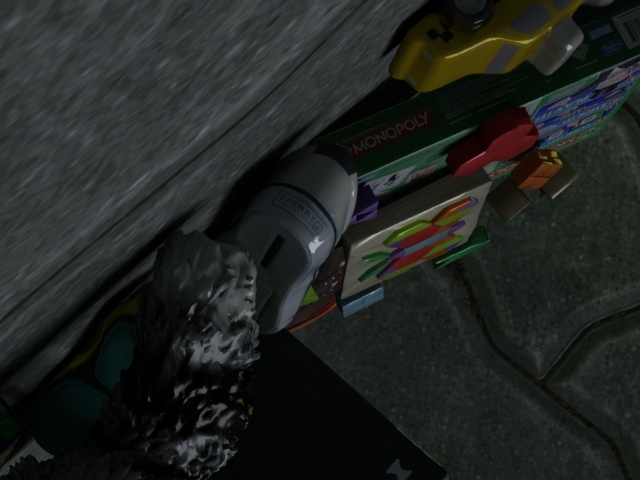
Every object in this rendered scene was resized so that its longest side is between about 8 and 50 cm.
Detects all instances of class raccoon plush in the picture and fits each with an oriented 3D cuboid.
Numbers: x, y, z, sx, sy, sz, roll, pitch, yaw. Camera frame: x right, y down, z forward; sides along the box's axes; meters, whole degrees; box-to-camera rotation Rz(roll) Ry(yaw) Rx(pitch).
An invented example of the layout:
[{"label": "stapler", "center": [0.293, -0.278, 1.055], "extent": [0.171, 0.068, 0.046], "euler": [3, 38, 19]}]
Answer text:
[{"label": "raccoon plush", "center": [-0.174, 0.220, 0.978], "extent": [0.299, 0.216, 0.447], "euler": [-62, 159, -81]}]

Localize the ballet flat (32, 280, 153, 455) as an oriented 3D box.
[{"label": "ballet flat", "center": [-0.158, 0.099, 1.231], "extent": [0.231, 0.077, 0.077], "euler": [-48, -171, 48]}]

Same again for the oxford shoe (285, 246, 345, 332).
[{"label": "oxford shoe", "center": [0.000, 0.000, 1.650], "extent": [0.271, 0.097, 0.098], "euler": [-47, 155, 18]}]

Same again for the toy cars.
[{"label": "toy cars", "center": [0.192, -0.194, 1.182], "extent": [0.176, 0.087, 0.393], "euler": [-43, 176, 35]}]

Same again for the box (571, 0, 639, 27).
[{"label": "box", "center": [0.310, -0.247, 1.609], "extent": [0.153, 0.108, 0.207], "euler": [-43, 176, 39]}]

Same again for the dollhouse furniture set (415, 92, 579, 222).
[{"label": "dollhouse furniture set", "center": [0.128, -0.063, 1.489], "extent": [0.182, 0.161, 0.101], "euler": [-42, 176, -5]}]

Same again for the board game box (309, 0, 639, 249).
[{"label": "board game box", "center": [0.128, -0.089, 1.339], "extent": [0.317, 0.046, 0.213], "euler": [-24, 168, -14]}]

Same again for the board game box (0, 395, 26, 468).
[{"label": "board game box", "center": [-0.293, 0.190, 1.153], "extent": [0.136, 0.035, 0.201], "euler": [-39, 176, -28]}]

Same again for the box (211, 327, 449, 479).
[{"label": "box", "center": [-0.096, 0.300, 1.397], "extent": [0.293, 0.212, 0.395], "euler": [-44, 170, -27]}]

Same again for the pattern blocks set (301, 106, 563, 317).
[{"label": "pattern blocks set", "center": [0.083, -0.007, 1.372], "extent": [0.285, 0.026, 0.325], "euler": [-28, 165, 5]}]

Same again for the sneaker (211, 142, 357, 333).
[{"label": "sneaker", "center": [-0.028, 0.002, 1.217], "extent": [0.091, 0.094, 0.258], "euler": [-49, -176, -25]}]
